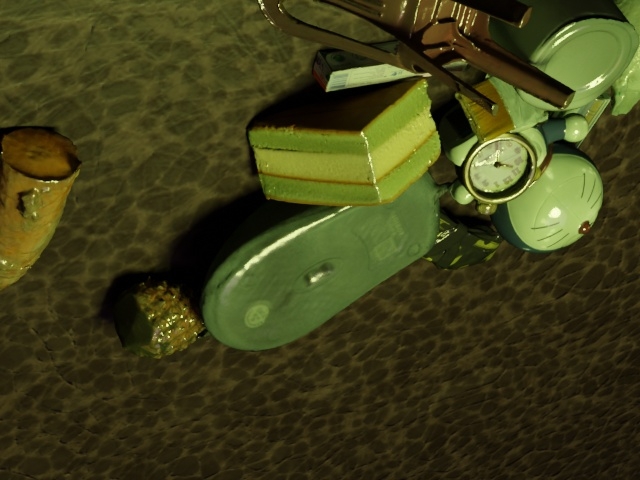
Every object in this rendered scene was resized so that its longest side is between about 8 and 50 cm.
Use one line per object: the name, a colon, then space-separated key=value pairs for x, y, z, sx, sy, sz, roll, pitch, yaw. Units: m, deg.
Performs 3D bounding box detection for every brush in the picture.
brush: x=0.302 y=-0.203 z=1.797 sx=0.336 sy=0.085 sz=0.020 roll=-25 pitch=178 yaw=-36

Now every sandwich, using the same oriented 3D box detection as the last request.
sandwich: x=0.029 y=-0.123 z=1.758 sx=0.144 sy=0.187 sz=0.117 roll=-44 pitch=130 yaw=-45

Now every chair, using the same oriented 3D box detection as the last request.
chair: x=0.113 y=-0.263 z=1.529 sx=0.183 sy=0.326 sz=0.176 roll=-24 pitch=137 yaw=-48

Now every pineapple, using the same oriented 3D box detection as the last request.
pineapple: x=-0.177 y=0.095 z=1.895 sx=0.197 sy=0.108 sz=0.108 roll=-9 pitch=140 yaw=-41

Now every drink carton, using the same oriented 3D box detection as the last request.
drink carton: x=0.256 y=-0.260 z=1.668 sx=0.191 sy=0.190 sz=0.185 roll=9 pitch=135 yaw=-37

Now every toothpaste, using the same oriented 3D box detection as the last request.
toothpaste: x=0.091 y=-0.216 z=1.726 sx=0.196 sy=0.047 sz=0.040 roll=-11 pitch=136 yaw=-21

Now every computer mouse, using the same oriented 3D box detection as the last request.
computer mouse: x=0.000 y=0.000 z=1.861 sx=0.371 sy=0.122 sz=0.188 roll=-29 pitch=135 yaw=-5

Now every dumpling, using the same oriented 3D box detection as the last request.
dumpling: x=0.401 y=-0.266 z=1.807 sx=0.108 sy=0.152 sz=0.219 roll=23 pitch=95 yaw=-2

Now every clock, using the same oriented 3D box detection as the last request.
clock: x=0.274 y=-0.091 z=1.873 sx=0.199 sy=0.146 sz=0.243 roll=-39 pitch=122 yaw=5

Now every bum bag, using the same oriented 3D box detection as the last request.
bum bag: x=0.170 y=-0.006 z=2.008 sx=0.106 sy=0.060 sz=0.232 roll=-37 pitch=141 yaw=26

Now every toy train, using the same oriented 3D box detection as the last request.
toy train: x=0.318 y=-0.115 z=1.981 sx=0.055 sy=0.048 sz=0.252 roll=3 pitch=133 yaw=-31

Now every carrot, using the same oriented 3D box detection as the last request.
carrot: x=-0.358 y=-0.019 z=1.661 sx=0.102 sy=0.102 sz=0.263 roll=0 pitch=141 yaw=-31
